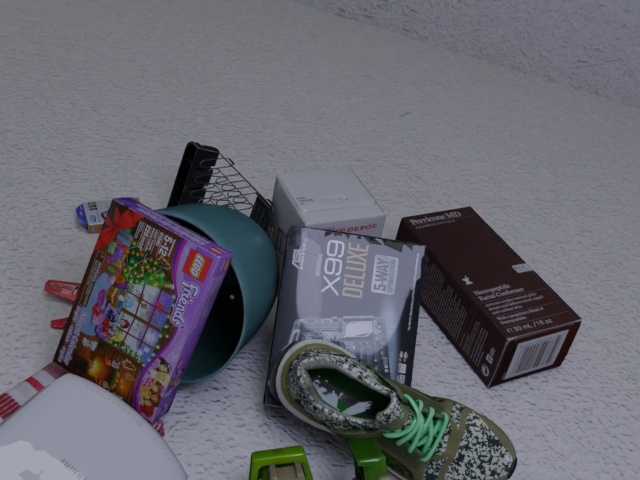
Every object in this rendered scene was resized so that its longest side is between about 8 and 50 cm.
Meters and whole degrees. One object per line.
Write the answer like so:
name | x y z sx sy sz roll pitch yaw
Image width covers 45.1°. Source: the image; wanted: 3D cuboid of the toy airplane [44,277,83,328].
toy airplane | -0.439 0.117 1.409 0.151 0.028 0.151 7 37 -5

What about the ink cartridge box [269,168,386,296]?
ink cartridge box | 0.000 0.000 1.517 0.171 0.233 0.168 -7 41 -25

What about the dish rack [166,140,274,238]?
dish rack | -0.202 -0.052 1.562 0.074 0.208 0.271 -7 41 -42

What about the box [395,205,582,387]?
box | 0.322 0.099 1.562 0.191 0.143 0.381 -10 40 -27

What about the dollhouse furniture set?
dollhouse furniture set | 0.011 0.385 0.989 0.197 0.152 0.301 -6 6 -7

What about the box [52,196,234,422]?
box | -0.280 0.106 1.199 0.200 0.294 0.057 27 14 14

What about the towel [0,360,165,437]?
towel | -0.430 0.309 1.155 0.237 0.037 0.329 30 40 23

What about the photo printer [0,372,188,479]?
photo printer | -0.346 0.339 1.026 0.256 0.107 0.307 40 45 6

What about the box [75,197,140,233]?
box | -0.445 -0.053 1.633 0.136 0.028 0.081 -8 41 -21

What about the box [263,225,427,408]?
box | 0.042 0.143 1.321 0.242 0.076 0.308 9 80 -5

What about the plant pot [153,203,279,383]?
plant pot | -0.207 0.067 1.345 0.292 0.293 0.235 24 22 15

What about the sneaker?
sneaker | 0.114 0.279 1.172 0.410 0.182 0.158 23 80 0
